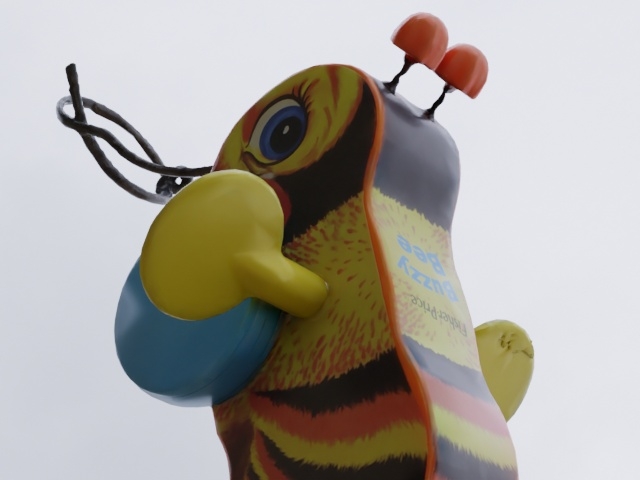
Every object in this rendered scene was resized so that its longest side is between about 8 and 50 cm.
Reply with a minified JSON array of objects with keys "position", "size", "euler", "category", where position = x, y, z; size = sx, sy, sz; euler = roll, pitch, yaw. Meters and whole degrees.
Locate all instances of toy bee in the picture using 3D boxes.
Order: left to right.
[{"position":[0.000,0.000,0.626],"size":[0.162,0.195,0.298],"euler":[-42,-111,19],"category":"toy bee"}]
